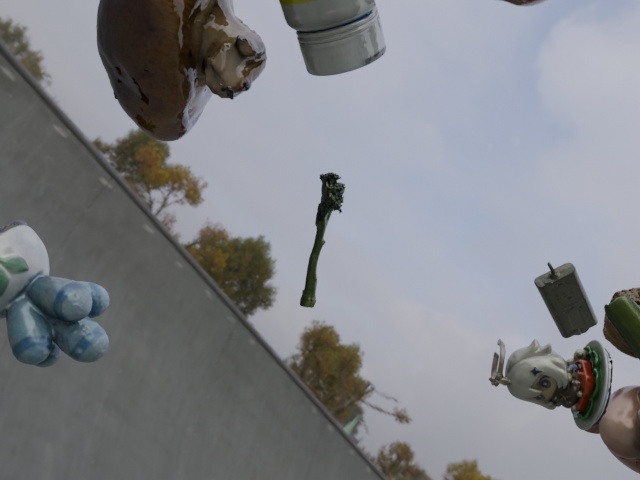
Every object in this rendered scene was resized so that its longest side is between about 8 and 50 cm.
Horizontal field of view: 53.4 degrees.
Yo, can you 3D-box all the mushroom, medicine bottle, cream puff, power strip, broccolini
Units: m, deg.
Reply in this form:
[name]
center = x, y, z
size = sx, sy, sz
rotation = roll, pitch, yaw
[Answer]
[mushroom]
center = -0.205, -0.312, 1.019
size = 0.259, 0.345, 0.345
rotation = 18, -15, -3
[medicine bottle]
center = 0.005, -0.367, 0.860
size = 0.143, 0.143, 0.258
rotation = 26, -36, 49
[cream puff]
center = 0.616, 0.151, 1.194
size = 0.150, 0.165, 0.115
rotation = 49, -42, 40
[power strip]
center = 0.557, 0.131, 1.447
size = 0.268, 0.092, 0.034
rotation = 51, 17, -38
[broccolini]
center = 0.008, 0.001, 1.152
size = 0.057, 0.254, 0.071
rotation = 12, 15, 16

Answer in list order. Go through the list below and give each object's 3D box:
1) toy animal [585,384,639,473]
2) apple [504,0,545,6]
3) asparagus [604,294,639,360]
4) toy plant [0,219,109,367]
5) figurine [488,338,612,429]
[toy animal]
center = 0.602, 0.301, 1.101
size = 0.210, 0.221, 0.229
rotation = 30, -9, 14
[apple]
center = 0.375, -0.522, 1.182
size = 0.201, 0.162, 0.201
rotation = 34, 7, -4
[asparagus]
center = 0.368, 0.136, 0.672
size = 0.041, 0.045, 0.178
rotation = 92, -25, -56
[toy plant]
center = -0.592, 0.142, 1.351
size = 0.332, 0.247, 0.247
rotation = 41, -15, 0
[figurine]
center = 0.316, 0.189, 0.908
size = 0.154, 0.132, 0.132
rotation = 12, -20, 5
